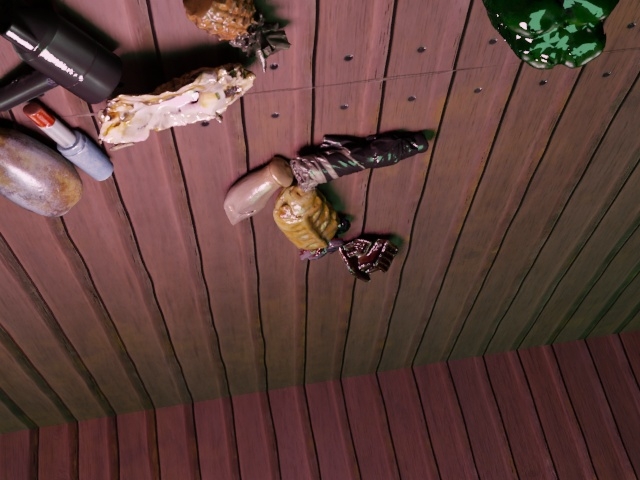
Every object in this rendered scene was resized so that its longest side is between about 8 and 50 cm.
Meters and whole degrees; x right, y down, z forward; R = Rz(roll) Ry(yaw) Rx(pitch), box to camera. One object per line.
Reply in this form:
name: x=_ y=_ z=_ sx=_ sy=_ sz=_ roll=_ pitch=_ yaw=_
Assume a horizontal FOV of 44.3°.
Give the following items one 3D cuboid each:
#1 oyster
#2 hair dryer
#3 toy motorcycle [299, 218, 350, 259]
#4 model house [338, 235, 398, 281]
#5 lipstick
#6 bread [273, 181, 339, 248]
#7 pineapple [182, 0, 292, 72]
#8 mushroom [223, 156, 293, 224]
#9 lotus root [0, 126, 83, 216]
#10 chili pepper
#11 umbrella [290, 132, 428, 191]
oyster: x=-0.309 y=-0.302 z=1.659 sx=0.354 sy=0.107 sz=0.201 roll=-15 pitch=162 yaw=-10
hair dryer: x=-0.579 y=-0.338 z=1.529 sx=0.302 sy=0.116 sz=0.244 roll=-19 pitch=148 yaw=28
toy motorcycle: x=0.000 y=0.001 z=2.338 sx=0.122 sy=0.082 sz=0.213 roll=5 pitch=146 yaw=-29
model house: x=0.156 y=0.041 z=2.442 sx=0.152 sy=0.106 sz=0.165 roll=-24 pitch=153 yaw=24
lipstick: x=-0.563 y=-0.223 z=1.761 sx=0.068 sy=0.061 sz=0.274 roll=-8 pitch=153 yaw=18
bread: x=-0.042 y=-0.067 z=2.133 sx=0.152 sy=0.130 sz=0.268 roll=-44 pitch=154 yaw=-2
pineapple: x=-0.152 y=-0.421 z=1.517 sx=0.128 sy=0.128 sz=0.248 roll=-25 pitch=154 yaw=22
mushroom: x=-0.174 y=-0.123 z=2.048 sx=0.108 sy=0.096 sz=0.247 roll=29 pitch=132 yaw=-25
lotus root: x=-0.673 y=-0.160 z=1.737 sx=0.158 sy=0.140 sz=0.322 roll=-2 pitch=153 yaw=35
chili pepper: x=0.447 y=-0.463 z=1.525 sx=0.248 sy=0.257 sz=0.233 roll=-18 pitch=138 yaw=13
umbrella: x=0.099 y=-0.218 z=2.003 sx=0.357 sy=0.106 sz=0.113 roll=-16 pitch=161 yaw=-8
